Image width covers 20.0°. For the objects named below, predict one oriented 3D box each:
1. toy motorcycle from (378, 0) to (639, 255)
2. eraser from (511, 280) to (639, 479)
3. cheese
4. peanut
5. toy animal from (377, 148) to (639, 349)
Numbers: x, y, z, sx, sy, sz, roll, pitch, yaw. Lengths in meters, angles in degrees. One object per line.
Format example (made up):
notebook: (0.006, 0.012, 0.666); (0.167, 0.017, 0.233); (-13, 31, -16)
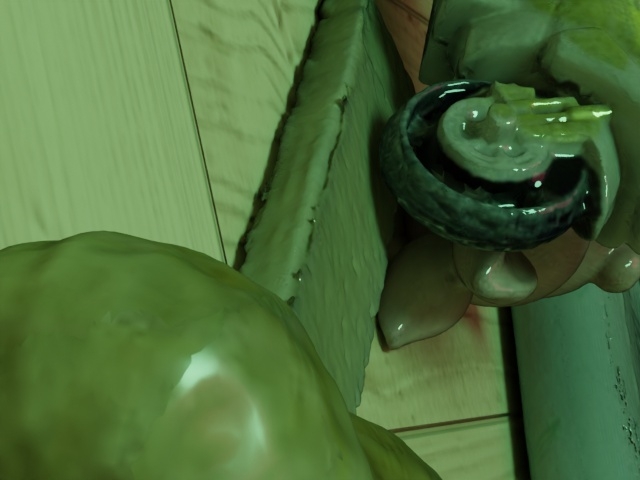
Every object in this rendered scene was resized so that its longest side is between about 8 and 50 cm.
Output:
toy motorcycle: (0.157, -0.098, 0.890); (0.340, 0.223, 0.107); (-74, 180, -47)
eraser: (0.172, 0.113, 1.115); (0.174, 0.081, 0.227); (54, 28, -49)
cheese: (0.003, 0.001, 0.751); (0.400, 0.034, 0.085); (-73, 144, -59)
peanut: (-0.019, 0.092, 0.475); (0.274, 0.111, 0.125); (47, 37, -56)
toy animal: (0.089, -0.016, 0.920); (0.212, 0.124, 0.124); (-7, 82, -66)
